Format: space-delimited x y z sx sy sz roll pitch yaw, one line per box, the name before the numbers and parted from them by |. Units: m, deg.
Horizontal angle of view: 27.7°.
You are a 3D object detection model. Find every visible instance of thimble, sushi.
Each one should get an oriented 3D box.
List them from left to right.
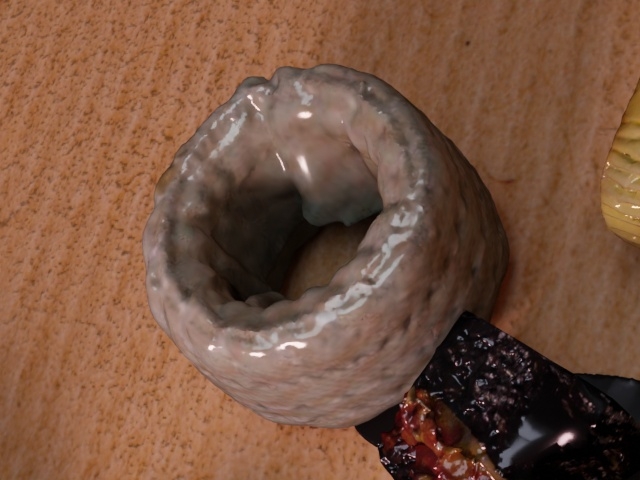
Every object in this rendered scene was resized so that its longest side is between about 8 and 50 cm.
thimble | 0.000 0.000 1.093 0.291 0.195 0.291 -12 59 20
sushi | 0.131 0.157 0.971 0.172 0.153 0.150 34 88 38

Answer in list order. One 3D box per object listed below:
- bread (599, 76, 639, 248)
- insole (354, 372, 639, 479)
bread | 0.322 -0.101 1.000 0.133 0.179 0.250 21 76 28
insole | 0.180 0.156 1.044 0.348 0.009 0.119 9 68 29
